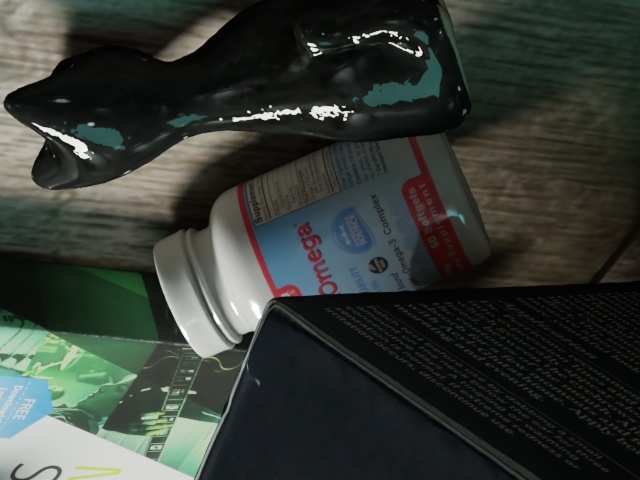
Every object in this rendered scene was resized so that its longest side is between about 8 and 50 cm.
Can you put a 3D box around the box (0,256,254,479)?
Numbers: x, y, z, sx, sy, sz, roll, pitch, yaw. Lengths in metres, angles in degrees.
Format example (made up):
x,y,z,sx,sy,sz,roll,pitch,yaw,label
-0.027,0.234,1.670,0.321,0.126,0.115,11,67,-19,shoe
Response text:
x,y,z,sx,sy,sz,roll,pitch,yaw,label
-0.116,0.111,1.111,0.322,0.058,0.232,6,137,-31,box

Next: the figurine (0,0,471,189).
x,y,z,sx,sy,sz,roll,pitch,yaw,label
-0.055,-0.110,0.837,0.209,0.092,0.215,-15,143,3,figurine

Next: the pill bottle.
x,y,z,sx,sy,sz,roll,pitch,yaw,label
0.000,0.000,0.992,0.160,0.087,0.087,-24,143,7,pill bottle

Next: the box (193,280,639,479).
x,y,z,sx,sy,sz,roll,pitch,yaw,label
0.107,0.197,1.012,0.395,0.212,0.293,1,118,-54,box
